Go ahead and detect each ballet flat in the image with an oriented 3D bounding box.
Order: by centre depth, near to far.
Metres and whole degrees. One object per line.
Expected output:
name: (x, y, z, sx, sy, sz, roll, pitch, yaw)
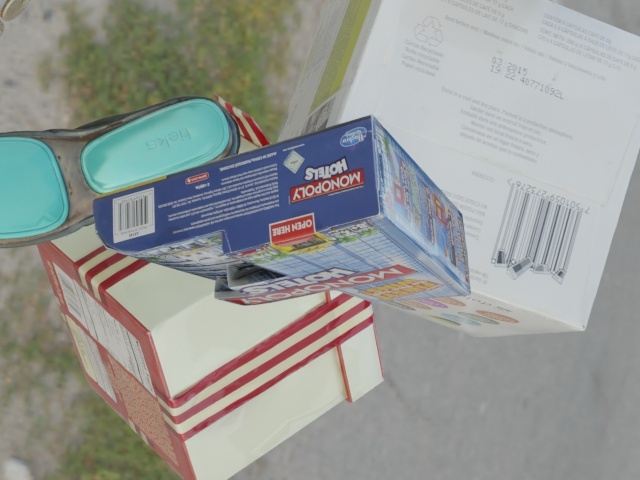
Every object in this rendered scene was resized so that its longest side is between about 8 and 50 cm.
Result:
ballet flat: (-0.201, -0.046, 1.168, 0.096, 0.281, 0.095, 114, -37, -78)

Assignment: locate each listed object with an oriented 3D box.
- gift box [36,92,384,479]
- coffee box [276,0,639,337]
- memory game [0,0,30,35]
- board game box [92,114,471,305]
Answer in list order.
gift box: (-0.104, 0.034, 1.383, 0.258, 0.276, 0.255, -31, 138, -22)
coffee box: (0.141, -0.097, 1.680, 0.334, 0.338, 0.338, 163, -54, -74)
memory game: (-0.301, -0.205, 1.244, 0.186, 0.012, 0.186, -47, 174, -7)
board game box: (0.000, 0.000, 0.864, 0.194, 0.194, 0.060, 21, 60, -54)
